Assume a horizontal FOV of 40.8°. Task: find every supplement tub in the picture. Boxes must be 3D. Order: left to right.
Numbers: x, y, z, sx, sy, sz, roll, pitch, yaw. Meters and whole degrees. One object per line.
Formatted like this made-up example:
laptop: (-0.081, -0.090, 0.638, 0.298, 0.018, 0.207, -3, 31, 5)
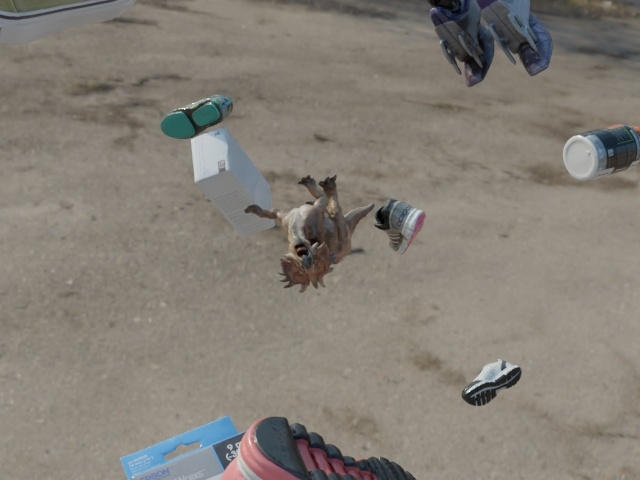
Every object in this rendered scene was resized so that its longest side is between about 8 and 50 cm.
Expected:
supplement tub: (0.688, -0.215, 2.065, 0.190, 0.117, 0.117, -15, 32, -28)

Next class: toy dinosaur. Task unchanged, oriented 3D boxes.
toy dinosaur: (0.000, 0.000, 1.520, 0.295, 0.127, 0.200, -3, 63, -52)

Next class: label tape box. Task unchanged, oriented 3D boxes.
label tape box: (-0.215, 0.462, 1.588, 0.240, 0.106, 0.334, -18, 48, -21)

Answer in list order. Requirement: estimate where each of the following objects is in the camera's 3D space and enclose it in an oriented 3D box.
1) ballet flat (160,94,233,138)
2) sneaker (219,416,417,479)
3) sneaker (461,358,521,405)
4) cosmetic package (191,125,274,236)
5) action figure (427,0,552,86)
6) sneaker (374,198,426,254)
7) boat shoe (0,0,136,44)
ballet flat: (-0.245, -0.250, 1.735, 0.188, 0.070, 0.070, -7, 9, 41)
sneaker: (0.015, 0.292, 0.886, 0.313, 0.136, 0.116, 33, 14, -29)
sneaker: (0.249, 0.212, 1.287, 0.109, 0.040, 0.043, -20, 31, -30)
cosmetic package: (-0.177, -0.116, 1.763, 0.085, 0.231, 0.117, -19, 55, 13)
action figure: (0.097, -0.263, 0.769, 0.185, 0.285, 0.099, -17, 43, 41)
sneaker: (0.126, -0.028, 1.421, 0.074, 0.063, 0.170, 34, -11, 8)
boat shoe: (-0.271, -0.300, 0.949, 0.109, 0.094, 0.302, 34, 35, -2)
